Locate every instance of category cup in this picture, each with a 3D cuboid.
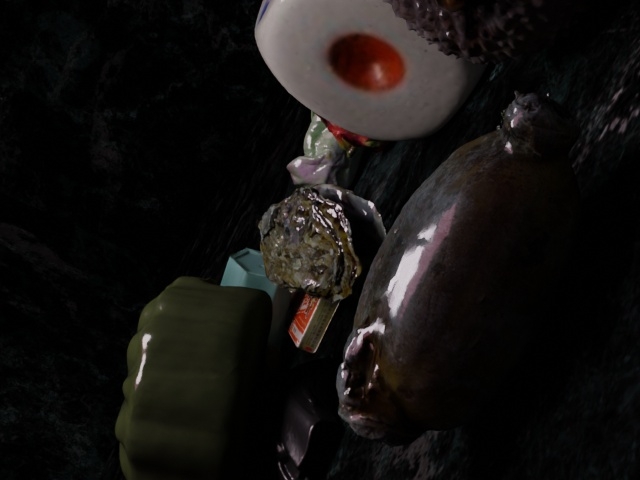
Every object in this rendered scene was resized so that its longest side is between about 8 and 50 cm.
[{"bbox_3d":[-0.116,0.140,1.842,0.134,0.148,0.235,40,120,43],"label":"cup"}]

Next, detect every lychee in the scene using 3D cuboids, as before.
[{"bbox_3d":[0.193,-0.351,1.279,0.300,0.300,0.300,-59,13,24],"label":"lychee"}]

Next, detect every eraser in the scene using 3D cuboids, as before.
[{"bbox_3d":[0.014,0.054,1.789,0.230,0.038,0.157,-65,12,5],"label":"eraser"}]

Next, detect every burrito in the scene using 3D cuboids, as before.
[{"bbox_3d":[0.038,-0.188,1.966,0.089,0.144,0.229,15,85,67],"label":"burrito"}]

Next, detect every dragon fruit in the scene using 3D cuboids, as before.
[{"bbox_3d":[0.055,-0.230,1.839,0.166,0.172,0.160,-65,20,-15],"label":"dragon fruit"}]

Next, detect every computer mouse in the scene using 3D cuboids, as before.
[{"bbox_3d":[-0.038,0.249,1.530,0.147,0.088,0.264,-63,15,19],"label":"computer mouse"}]

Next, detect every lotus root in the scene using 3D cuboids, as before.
[{"bbox_3d":[0.140,0.030,1.037,0.349,0.175,0.175,-61,13,9],"label":"lotus root"}]

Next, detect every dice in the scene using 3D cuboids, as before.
[{"bbox_3d":[0.091,-0.350,1.632,0.277,0.304,0.304,-52,17,46],"label":"dice"}]

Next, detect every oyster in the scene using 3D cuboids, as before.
[{"bbox_3d":[-0.003,0.003,1.637,0.351,0.158,0.162,8,82,69],"label":"oyster"}]

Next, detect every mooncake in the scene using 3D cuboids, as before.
[{"bbox_3d":[-0.167,0.234,1.594,0.351,0.187,0.351,6,-90,-85],"label":"mooncake"}]

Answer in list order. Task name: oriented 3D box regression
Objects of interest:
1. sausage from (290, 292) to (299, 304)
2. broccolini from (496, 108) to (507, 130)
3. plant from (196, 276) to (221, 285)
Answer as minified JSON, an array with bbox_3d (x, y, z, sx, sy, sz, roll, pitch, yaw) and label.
[{"bbox_3d":[-0.075,0.109,2.044,0.177,0.040,0.047,-47,13,53],"label":"sausage"},{"bbox_3d":[0.202,-0.090,1.296,0.030,0.035,0.140,-139,74,-81],"label":"broccolini"},{"bbox_3d":[-0.140,0.145,2.178,0.333,0.180,0.251,-24,-48,-39],"label":"plant"}]
